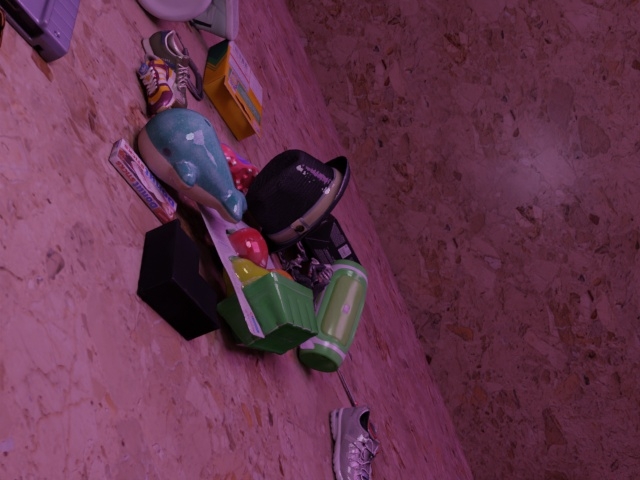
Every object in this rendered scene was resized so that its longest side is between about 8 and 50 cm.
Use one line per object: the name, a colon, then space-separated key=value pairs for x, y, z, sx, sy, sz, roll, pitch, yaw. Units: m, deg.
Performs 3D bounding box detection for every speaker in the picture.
speaker: x=0.039 y=0.200 z=1.793 sx=0.131 sy=0.131 sz=0.297 roll=55 pitch=43 yaw=-40

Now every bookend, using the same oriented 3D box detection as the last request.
bookend: x=-0.254 y=0.072 z=1.226 sx=0.156 sy=0.072 sz=0.157 roll=56 pitch=18 yaw=-41

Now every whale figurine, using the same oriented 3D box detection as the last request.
whale figurine: x=-0.242 y=-0.160 z=1.372 sx=0.272 sy=0.141 sz=0.216 roll=44 pitch=15 yaw=-10

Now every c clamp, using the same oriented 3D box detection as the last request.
c clamp: x=-0.352 y=-0.455 z=1.780 sx=0.137 sy=0.022 sz=0.161 roll=57 pitch=16 yaw=-53

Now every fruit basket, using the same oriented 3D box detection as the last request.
fruit basket: x=-0.157 y=0.082 z=1.491 sx=0.353 sy=0.165 sz=0.327 roll=56 pitch=9 yaw=23

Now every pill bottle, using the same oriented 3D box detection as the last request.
pill bottle: x=-0.371 y=-0.740 z=1.747 sx=0.210 sy=0.210 sz=0.363 roll=56 pitch=18 yaw=-37

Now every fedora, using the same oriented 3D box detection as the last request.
fedora: x=-0.083 y=-0.127 z=1.706 sx=0.152 sy=0.334 sz=0.334 roll=41 pitch=24 yaw=-23

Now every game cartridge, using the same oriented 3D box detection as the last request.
game cartridge: x=-0.537 y=-0.497 z=1.096 sx=0.355 sy=0.068 sz=0.230 roll=53 pitch=25 yaw=-45

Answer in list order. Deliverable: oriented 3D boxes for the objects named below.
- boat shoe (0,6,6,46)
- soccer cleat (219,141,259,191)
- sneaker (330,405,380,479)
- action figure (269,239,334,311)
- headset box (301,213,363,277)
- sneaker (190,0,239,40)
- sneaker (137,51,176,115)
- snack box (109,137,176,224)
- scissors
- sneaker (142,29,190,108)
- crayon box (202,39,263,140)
boat shoe: x=-0.494 y=-0.329 z=0.986 sx=0.064 sy=0.060 sz=0.178 roll=46 pitch=25 yaw=-54
soccer cleat: x=-0.230 y=-0.199 z=1.722 sx=0.095 sy=0.083 sz=0.248 roll=56 pitch=9 yaw=19
sneaker: x=0.097 y=0.543 z=1.696 sx=0.105 sy=0.115 sz=0.281 roll=52 pitch=21 yaw=-46
action figure: x=-0.047 y=0.100 z=1.767 sx=0.141 sy=0.164 sz=0.276 roll=37 pitch=27 yaw=-49
headset box: x=0.000 y=0.000 z=2.026 sx=0.218 sy=0.110 sz=0.293 roll=61 pitch=-7 yaw=-27
sneaker: x=-0.315 y=-0.715 z=1.925 sx=0.094 sy=0.151 sz=0.256 roll=-68 pitch=170 yaw=-49
sneaker: x=-0.370 y=-0.346 z=1.472 sx=0.084 sy=0.069 sz=0.186 roll=45 pitch=19 yaw=-37
snack box: x=-0.341 y=-0.111 z=1.289 sx=0.178 sy=0.022 sz=0.064 roll=56 pitch=17 yaw=-36
scissors: x=0.112 y=0.509 z=1.991 sx=0.109 sy=0.021 sz=0.297 roll=-78 pitch=144 yaw=-63
sneaker: x=-0.347 y=-0.410 z=1.586 sx=0.192 sy=0.086 sz=0.064 roll=66 pitch=14 yaw=-7
crayon box: x=-0.256 y=-0.440 z=1.970 sx=0.203 sy=0.083 sz=0.323 roll=57 pitch=17 yaw=-35
